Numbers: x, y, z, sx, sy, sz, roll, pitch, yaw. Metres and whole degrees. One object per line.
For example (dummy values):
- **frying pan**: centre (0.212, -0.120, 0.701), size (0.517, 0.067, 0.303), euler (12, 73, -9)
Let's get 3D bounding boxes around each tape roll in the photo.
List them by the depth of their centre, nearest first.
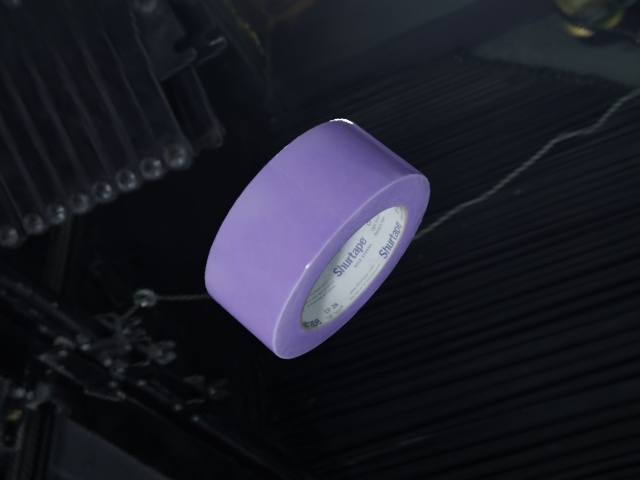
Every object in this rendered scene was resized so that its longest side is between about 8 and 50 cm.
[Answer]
- **tape roll**: centre (0.000, 0.000, 0.767), size (0.080, 0.189, 0.189), euler (40, -168, 20)
